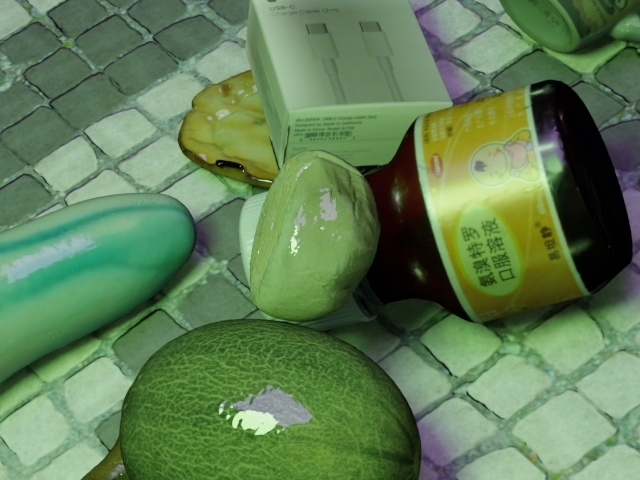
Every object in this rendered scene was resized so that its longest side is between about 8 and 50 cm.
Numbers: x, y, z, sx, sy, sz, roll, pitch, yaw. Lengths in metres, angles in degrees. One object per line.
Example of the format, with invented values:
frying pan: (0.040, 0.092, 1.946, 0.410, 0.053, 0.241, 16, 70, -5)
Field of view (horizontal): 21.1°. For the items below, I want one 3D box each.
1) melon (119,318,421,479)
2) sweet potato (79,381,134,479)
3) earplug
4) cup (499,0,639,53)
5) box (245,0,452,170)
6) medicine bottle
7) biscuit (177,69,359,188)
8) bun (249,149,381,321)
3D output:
melon: (-0.046, 0.199, 1.705, 0.302, 0.237, 0.237, 10, 52, 20)
sweet potato: (-0.204, 0.223, 1.848, 0.069, 0.059, 0.249, 20, 42, 4)
earplug: (-0.292, 0.036, 1.965, 0.324, 0.185, 0.185, -25, 47, -14)
cup: (0.376, -0.336, 2.127, 0.301, 0.227, 0.257, 40, 79, 7)
box: (0.030, -0.199, 2.098, 0.203, 0.106, 0.251, -4, 43, -12)
medicine bottle: (0.119, -0.010, 1.865, 0.395, 0.242, 0.242, -20, 45, 17)
biscuit: (-0.057, -0.134, 2.141, 0.260, 0.041, 0.203, 27, 52, 30)
bun: (0.000, 0.000, 1.726, 0.113, 0.173, 0.166, 17, 12, -14)
